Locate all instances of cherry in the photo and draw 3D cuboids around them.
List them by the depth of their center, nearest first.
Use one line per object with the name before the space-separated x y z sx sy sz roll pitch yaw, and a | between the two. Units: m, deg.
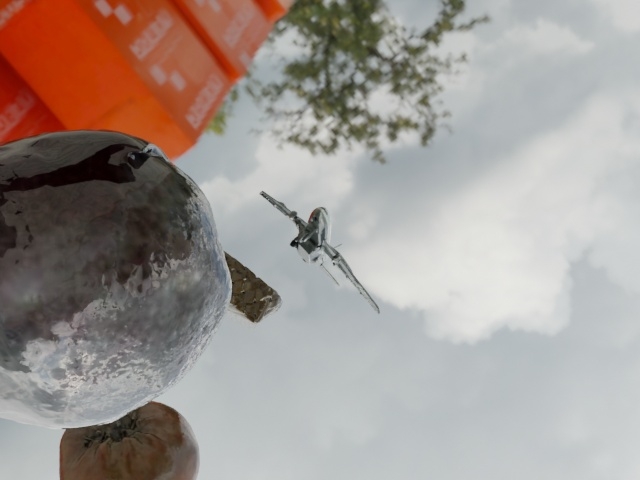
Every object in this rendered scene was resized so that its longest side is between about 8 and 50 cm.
cherry | -0.146 0.025 0.612 0.195 0.195 0.195 -31 -156 16

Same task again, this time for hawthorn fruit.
hawthorn fruit | -0.188 0.236 1.052 0.149 0.189 0.149 -4 -116 8

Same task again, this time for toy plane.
toy plane | -0.002 0.003 1.289 0.058 0.226 0.226 -44 167 -4

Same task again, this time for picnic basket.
picnic basket | -0.104 0.064 1.258 0.055 0.110 0.193 -52 180 -7
